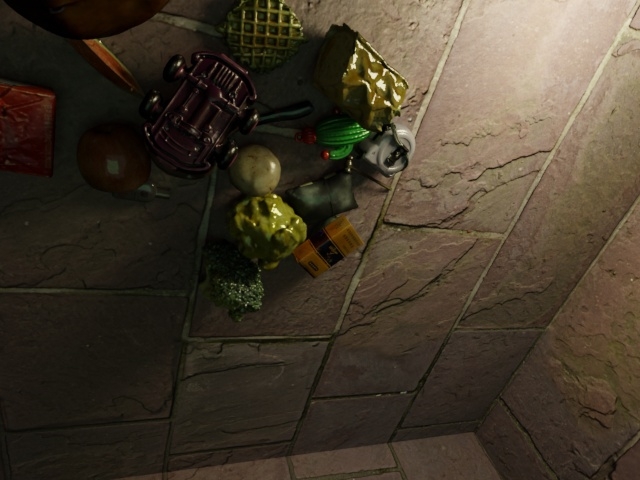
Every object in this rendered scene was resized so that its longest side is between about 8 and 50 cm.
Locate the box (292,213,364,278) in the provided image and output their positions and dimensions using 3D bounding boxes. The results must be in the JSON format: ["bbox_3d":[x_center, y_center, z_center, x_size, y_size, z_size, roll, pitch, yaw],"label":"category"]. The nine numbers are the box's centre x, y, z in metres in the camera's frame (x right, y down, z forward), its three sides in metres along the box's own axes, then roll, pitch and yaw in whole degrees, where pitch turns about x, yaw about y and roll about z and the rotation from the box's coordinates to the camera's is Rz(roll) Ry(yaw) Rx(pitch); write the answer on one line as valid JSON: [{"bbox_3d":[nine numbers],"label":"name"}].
[{"bbox_3d":[0.028,0.025,1.690,0.237,0.070,0.152,-37,143,2],"label":"box"}]

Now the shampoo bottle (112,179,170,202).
[{"bbox_3d":[-0.553,-0.155,1.419,0.165,0.040,0.079,9,119,-25],"label":"shampoo bottle"}]

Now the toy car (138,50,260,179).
[{"bbox_3d":[-0.335,-0.327,1.266,0.271,0.240,0.340,35,81,-14],"label":"toy car"}]

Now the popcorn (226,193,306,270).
[{"bbox_3d":[-0.192,-0.041,1.537,0.242,0.235,0.250,-42,89,8],"label":"popcorn"}]

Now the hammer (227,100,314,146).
[{"bbox_3d":[-0.162,-0.381,1.404,0.290,0.037,0.137,-17,130,-7],"label":"hammer"}]

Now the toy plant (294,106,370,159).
[{"bbox_3d":[0.048,-0.337,1.473,0.240,0.088,0.154,-36,115,-7],"label":"toy plant"}]

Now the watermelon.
[{"bbox_3d":[-0.548,-0.451,1.155,0.063,0.119,0.245,-43,129,-2],"label":"watermelon"}]

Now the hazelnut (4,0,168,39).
[{"bbox_3d":[-0.469,-0.618,0.922,0.429,0.402,0.402,-34,129,8],"label":"hazelnut"}]

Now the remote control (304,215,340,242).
[{"bbox_3d":[0.000,0.000,1.742,0.098,0.038,0.233,23,114,-37],"label":"remote control"}]

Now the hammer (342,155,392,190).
[{"bbox_3d":[0.175,-0.224,1.612,0.292,0.029,0.058,18,85,-48],"label":"hammer"}]

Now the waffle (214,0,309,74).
[{"bbox_3d":[-0.157,-0.566,1.259,0.208,0.054,0.214,-36,131,11],"label":"waffle"}]

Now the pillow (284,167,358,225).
[{"bbox_3d":[0.008,-0.143,1.594,0.250,0.106,0.186,-23,132,-8],"label":"pillow"}]

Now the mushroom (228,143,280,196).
[{"bbox_3d":[-0.207,-0.221,1.445,0.166,0.127,0.166,-1,95,-6],"label":"mushroom"}]

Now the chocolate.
[{"bbox_3d":[-0.810,-0.300,1.176,0.235,0.108,0.237,6,121,-24],"label":"chocolate"}]

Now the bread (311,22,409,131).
[{"bbox_3d":[0.114,-0.463,1.326,0.252,0.196,0.238,22,75,-40],"label":"bread"}]

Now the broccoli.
[{"bbox_3d":[-0.343,0.154,1.630,0.246,0.288,0.248,-30,169,21],"label":"broccoli"}]

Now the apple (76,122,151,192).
[{"bbox_3d":[-0.570,-0.228,1.266,0.188,0.188,0.173,-11,124,-13],"label":"apple"}]

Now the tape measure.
[{"bbox_3d":[0.235,-0.311,1.549,0.196,0.105,0.178,22,111,-40],"label":"tape measure"}]
